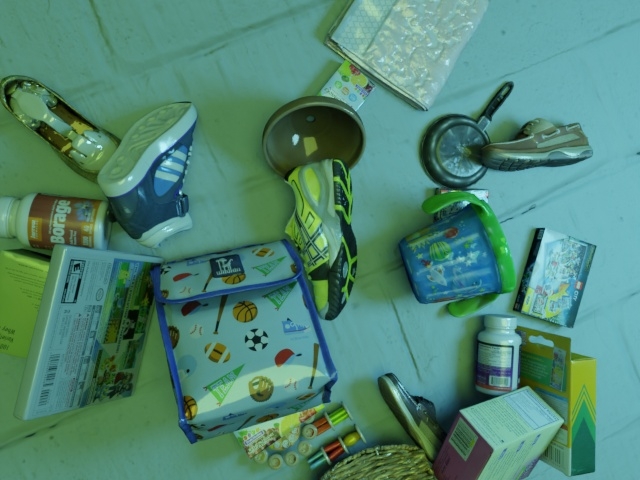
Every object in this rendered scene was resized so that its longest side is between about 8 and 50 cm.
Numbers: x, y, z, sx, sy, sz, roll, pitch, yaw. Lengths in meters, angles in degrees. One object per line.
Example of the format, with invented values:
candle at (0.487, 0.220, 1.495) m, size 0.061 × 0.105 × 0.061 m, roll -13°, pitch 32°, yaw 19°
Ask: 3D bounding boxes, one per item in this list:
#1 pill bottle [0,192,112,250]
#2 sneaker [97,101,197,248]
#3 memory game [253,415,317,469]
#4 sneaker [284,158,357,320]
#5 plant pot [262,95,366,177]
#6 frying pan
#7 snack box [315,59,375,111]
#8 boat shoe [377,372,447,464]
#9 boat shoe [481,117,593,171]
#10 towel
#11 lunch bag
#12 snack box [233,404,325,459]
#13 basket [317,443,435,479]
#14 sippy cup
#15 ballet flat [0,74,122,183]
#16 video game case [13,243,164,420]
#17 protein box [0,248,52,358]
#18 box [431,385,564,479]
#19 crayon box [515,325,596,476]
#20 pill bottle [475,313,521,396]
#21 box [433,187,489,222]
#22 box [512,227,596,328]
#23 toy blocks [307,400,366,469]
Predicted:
pill bottle at (-0.574, -0.039, 1.188) m, size 0.216 × 0.121 × 0.121 m, roll 6°, pitch 89°, yaw -11°
sneaker at (-0.349, -0.136, 1.245) m, size 0.130 × 0.236 × 0.322 m, roll 5°, pitch 48°, yaw 24°
memory game at (-0.099, 0.453, 1.315) m, size 0.186 × 0.012 × 0.186 m, roll 0°, pitch 78°, yaw -1°
sneaker at (0.000, 0.000, 1.302) m, size 0.147 × 0.145 × 0.384 m, roll 1°, pitch 100°, yaw 18°
plant pot at (-0.017, -0.252, 1.273) m, size 0.237 × 0.237 × 0.109 m, roll 3°, pitch 49°, yaw -11°
frying pan at (0.409, -0.258, 1.414) m, size 0.326 × 0.053 × 0.197 m, roll -28°, pitch 98°, yaw -7°
snack box at (0.054, -0.354, 1.346) m, size 0.100 × 0.037 × 0.141 m, roll 39°, pitch 84°, yaw -8°
boat shoe at (0.243, 0.432, 1.363) m, size 0.092 × 0.103 × 0.285 m, roll -36°, pitch 101°, yaw -14°
boat shoe at (0.545, -0.247, 1.403) m, size 0.324 × 0.123 × 0.116 m, roll -6°, pitch 85°, yaw -24°
towel at (0.221, -0.542, 1.370) m, size 0.317 × 0.053 × 0.331 m, roll 31°, pitch 86°, yaw -10°
lunch bag at (-0.175, 0.186, 1.183) m, size 0.328 × 0.239 × 0.385 m, roll -11°, pitch 61°, yaw -14°
snack box at (-0.123, 0.374, 1.287) m, size 0.207 × 0.070 × 0.174 m, roll -32°, pitch 81°, yaw -10°
basket at (0.126, 0.633, 1.343) m, size 0.299 × 0.223 × 0.213 m, roll -17°, pitch 61°, yaw -10°
sippy cup at (0.313, 0.044, 1.311) m, size 0.224 × 0.240 × 0.305 m, roll -18°, pitch 87°, yaw 4°
ballet flat at (-0.545, -0.232, 1.196) m, size 0.348 × 0.123 × 0.123 m, roll 39°, pitch 84°, yaw -9°
video game case at (-0.462, 0.182, 1.138) m, size 0.036 × 0.300 × 0.328 m, roll 11°, pitch 88°, yaw 21°
protein box at (-0.592, 0.141, 1.179) m, size 0.200 × 0.136 × 0.201 m, roll 17°, pitch 87°, yaw -11°
box at (0.415, 0.485, 1.301) m, size 0.243 × 0.117 × 0.213 m, roll -6°, pitch 125°, yaw -31°
crayon box at (0.578, 0.383, 1.366) m, size 0.083 × 0.203 × 0.322 m, roll 0°, pitch 91°, yaw -19°
pill bottle at (0.453, 0.288, 1.393) m, size 0.108 × 0.108 × 0.193 m, roll 3°, pitch 90°, yaw -11°
box at (0.361, -0.087, 1.407) m, size 0.137 × 0.027 × 0.093 m, roll 1°, pitch 100°, yaw -11°
box at (0.621, 0.100, 1.455) m, size 0.159 × 0.044 × 0.233 m, roll 18°, pitch 87°, yaw -10°
toy blocks at (0.021, 0.482, 1.341) m, size 0.148 × 0.054 × 0.123 m, roll -30°, pitch 97°, yaw -9°
